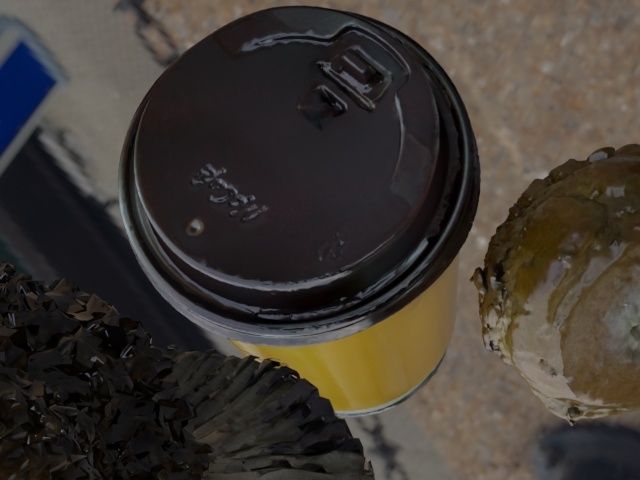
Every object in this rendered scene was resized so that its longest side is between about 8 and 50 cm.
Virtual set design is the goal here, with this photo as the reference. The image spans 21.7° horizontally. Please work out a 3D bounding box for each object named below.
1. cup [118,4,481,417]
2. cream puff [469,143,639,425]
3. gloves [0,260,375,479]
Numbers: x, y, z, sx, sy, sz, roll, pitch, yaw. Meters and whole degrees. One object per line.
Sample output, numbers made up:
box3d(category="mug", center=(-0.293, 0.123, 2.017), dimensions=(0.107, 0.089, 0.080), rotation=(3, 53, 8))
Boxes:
box3d(category="cup", center=(0.000, 0.000, 0.970), dimensions=(0.196, 0.196, 0.280), rotation=(20, 161, 16))
box3d(category="cream puff", center=(0.161, 0.020, 0.953), dimensions=(0.115, 0.165, 0.150), rotation=(-138, 46, -56))
box3d(category="gloves", center=(-0.111, 0.067, 0.440), dimensions=(0.210, 0.135, 0.312), rotation=(26, -179, 38))
